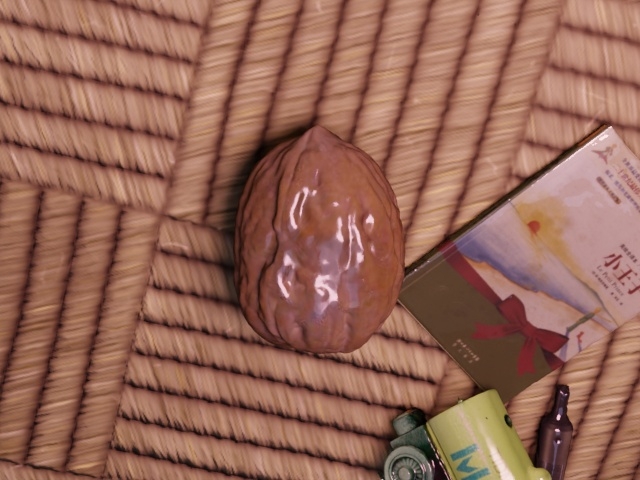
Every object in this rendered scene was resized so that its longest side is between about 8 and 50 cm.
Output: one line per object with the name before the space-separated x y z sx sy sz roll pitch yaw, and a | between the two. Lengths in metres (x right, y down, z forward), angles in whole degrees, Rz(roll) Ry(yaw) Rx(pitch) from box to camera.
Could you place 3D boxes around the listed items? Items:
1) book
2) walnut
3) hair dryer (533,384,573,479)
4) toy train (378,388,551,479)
book | 0.239 0.032 1.555 0.289 0.026 0.201 -38 111 16
walnut | -0.002 0.000 1.463 0.178 0.178 0.230 -1 105 -1
hair dryer | 0.224 0.272 1.654 0.196 0.078 0.248 6 105 -4
toy train | 0.175 0.280 1.576 0.157 0.105 0.253 -31 76 26
